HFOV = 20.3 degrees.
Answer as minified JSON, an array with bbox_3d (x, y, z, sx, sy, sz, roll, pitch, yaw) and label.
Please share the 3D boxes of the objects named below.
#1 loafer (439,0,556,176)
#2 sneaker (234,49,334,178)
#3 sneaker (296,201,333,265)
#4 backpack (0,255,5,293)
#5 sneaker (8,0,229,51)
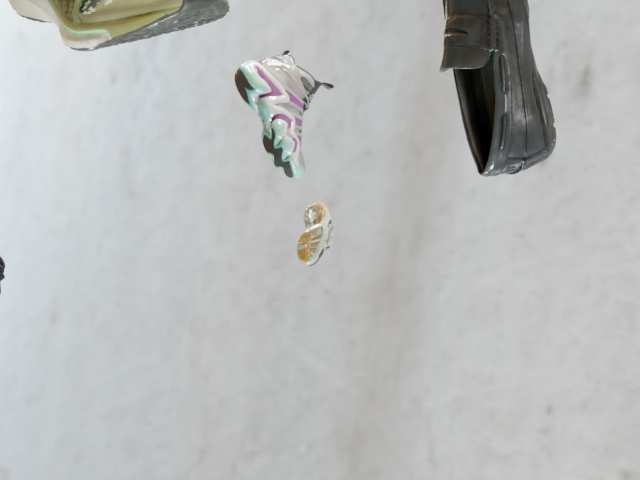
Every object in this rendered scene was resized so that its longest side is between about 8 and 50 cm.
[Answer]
[{"bbox_3d":[0.137,-0.163,1.517,0.076,0.078,0.223,-2,106,59],"label":"loafer"},{"bbox_3d":[-0.017,-0.101,1.379,0.098,0.069,0.038,66,156,0],"label":"sneaker"},{"bbox_3d":[0.000,0.000,1.738,0.032,0.037,0.083,-14,37,22],"label":"sneaker"},{"bbox_3d":[-0.417,0.030,1.971,0.114,0.105,0.084,49,139,24],"label":"backpack"},{"bbox_3d":[-0.241,-0.316,1.914,0.410,0.158,0.182,25,129,52],"label":"sneaker"}]
